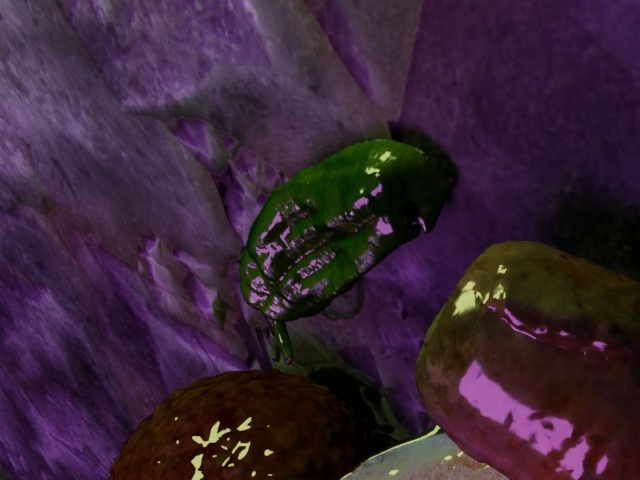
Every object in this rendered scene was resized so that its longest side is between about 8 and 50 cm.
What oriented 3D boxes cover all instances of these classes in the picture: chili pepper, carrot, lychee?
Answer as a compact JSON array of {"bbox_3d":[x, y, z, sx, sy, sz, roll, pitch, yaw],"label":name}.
[{"bbox_3d":[0.006,0.000,0.950,0.100,0.074,0.257,51,153,2],"label":"chili pepper"},{"bbox_3d":[0.189,0.118,0.751,0.302,0.138,0.138,41,153,4],"label":"carrot"},{"bbox_3d":[-0.054,0.229,1.166,0.260,0.260,0.260,38,151,25],"label":"lychee"}]

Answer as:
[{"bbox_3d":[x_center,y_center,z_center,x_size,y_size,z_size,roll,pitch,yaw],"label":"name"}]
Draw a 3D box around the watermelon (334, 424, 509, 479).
[{"bbox_3d":[0.152,0.225,0.888,0.305,0.180,0.224,40,138,25],"label":"watermelon"}]
